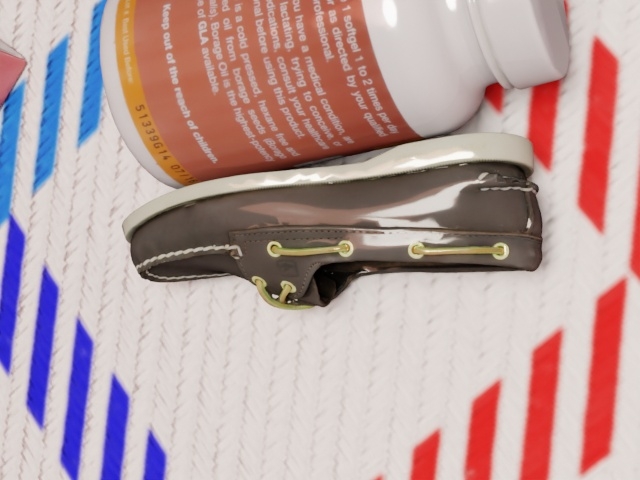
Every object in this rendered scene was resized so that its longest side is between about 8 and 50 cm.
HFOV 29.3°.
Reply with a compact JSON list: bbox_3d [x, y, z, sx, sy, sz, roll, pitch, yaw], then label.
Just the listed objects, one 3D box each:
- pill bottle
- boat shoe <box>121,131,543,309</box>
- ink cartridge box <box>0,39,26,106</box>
[{"bbox_3d":[0.008,-0.102,0.618,0.216,0.121,0.121,-11,81,23],"label":"pill bottle"},{"bbox_3d":[0.000,0.000,0.634,0.228,0.081,0.068,-11,77,20],"label":"boat shoe"},{"bbox_3d":[-0.290,-0.065,0.776,0.115,0.067,0.198,36,100,22],"label":"ink cartridge box"}]
